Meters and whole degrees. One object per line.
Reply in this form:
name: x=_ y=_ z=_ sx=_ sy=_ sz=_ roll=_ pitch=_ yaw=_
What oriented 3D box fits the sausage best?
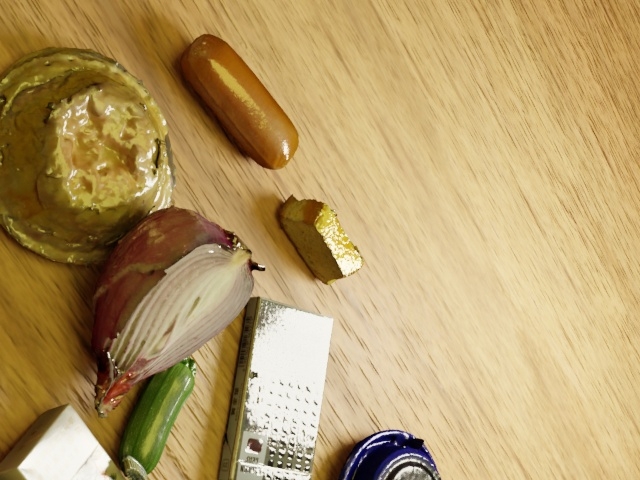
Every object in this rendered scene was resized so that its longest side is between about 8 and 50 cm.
sausage: x=-0.140 y=-0.243 z=1.763 sx=0.274 sy=0.105 sz=0.105 roll=50 pitch=56 yaw=-24

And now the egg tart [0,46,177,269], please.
egg tart: x=-0.356 y=-0.134 z=1.538 sx=0.352 sy=0.150 sz=0.352 roll=4 pitch=83 yaw=-37

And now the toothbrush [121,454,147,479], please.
toothbrush: x=-0.223 y=0.481 z=1.604 sx=0.028 sy=0.037 sz=0.375 roll=-30 pitch=119 yaw=-7

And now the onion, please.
onion: x=-0.275 y=0.095 z=1.561 sx=0.349 sy=0.159 sz=0.267 roll=-45 pitch=150 yaw=-8

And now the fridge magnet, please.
fridge magnet: x=0.137 y=0.491 z=1.887 sx=0.265 sy=0.112 sz=0.266 roll=5 pitch=81 yaw=-38

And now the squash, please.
squash: x=-0.263 y=0.277 z=1.606 sx=0.077 sy=0.068 sz=0.219 roll=37 pitch=62 yaw=-22

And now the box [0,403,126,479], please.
box: x=-0.364 y=0.381 z=1.479 sx=0.233 sy=0.067 sz=0.149 roll=59 pitch=33 yaw=-18

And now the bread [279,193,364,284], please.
bread: x=0.000 y=0.000 z=1.847 sx=0.065 sy=0.103 sz=0.187 roll=-44 pitch=117 yaw=-33

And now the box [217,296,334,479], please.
box: x=-0.075 y=0.277 z=1.779 sx=0.180 sy=0.047 sz=0.325 roll=20 pitch=72 yaw=-37
